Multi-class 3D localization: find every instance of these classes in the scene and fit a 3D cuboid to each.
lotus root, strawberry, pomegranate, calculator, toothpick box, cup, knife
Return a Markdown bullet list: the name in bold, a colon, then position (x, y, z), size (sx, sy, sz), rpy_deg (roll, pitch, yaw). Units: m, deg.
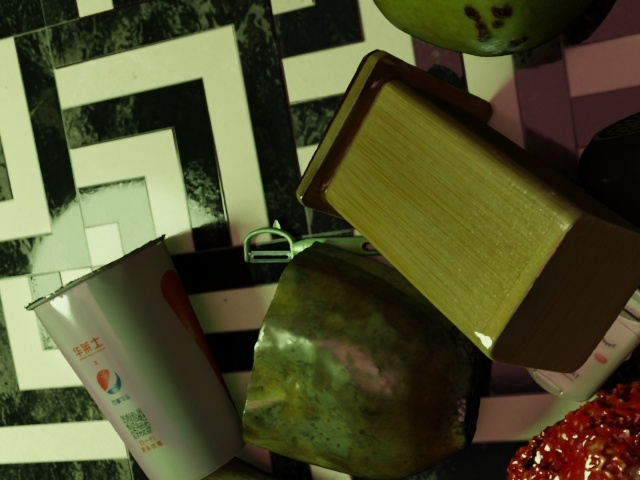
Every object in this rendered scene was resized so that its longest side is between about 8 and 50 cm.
- **lotus root**: position (0.056, 0.176, 1.006), size (0.260, 0.149, 0.267), rpy_deg (20, 109, 15)
- **strawberry**: position (0.295, 0.218, 0.910), size (0.286, 0.188, 0.106), rpy_deg (-32, 74, 43)
- **pomegranate**: position (0.159, -0.330, 0.801), size (0.290, 0.323, 0.291), rpy_deg (-2, 81, 14)
- **calculator**: position (0.304, 0.100, 0.962), size (0.100, 0.032, 0.175), rpy_deg (38, 108, 11)
- **toothpick box**: position (0.149, -0.027, 0.846), size (0.187, 0.190, 0.308), rpy_deg (-60, 41, 16)
- **cup**: position (0.379, -0.050, 0.837), size (0.223, 0.169, 0.177), rpy_deg (-16, 98, 32)
- **cup**: position (-0.218, 0.161, 1.094), size (0.203, 0.203, 0.288), rpy_deg (-27, 94, 22)
- **knife**: position (0.000, 0.000, 1.069), size (0.212, 0.015, 0.054), rpy_deg (-1, 97, 21)

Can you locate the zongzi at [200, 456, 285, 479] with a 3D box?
- **zongzi**: position (-0.087, 0.395, 1.123), size (0.205, 0.094, 0.204), rpy_deg (18, 112, 21)
